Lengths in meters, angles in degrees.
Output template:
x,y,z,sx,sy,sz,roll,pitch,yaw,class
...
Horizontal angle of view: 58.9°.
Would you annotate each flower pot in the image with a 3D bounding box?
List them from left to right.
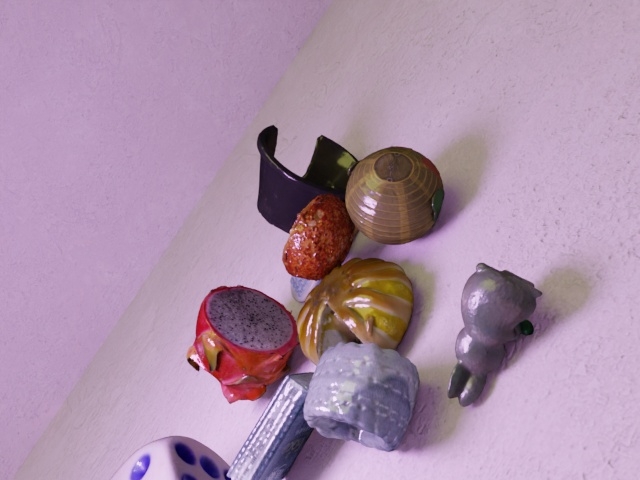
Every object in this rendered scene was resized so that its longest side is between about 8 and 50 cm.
x,y,z,sx,sy,sz,roll,pitch,yaw,class
-0.059,-0.167,1.827,0.379,0.379,0.251,-96,30,-54,flower pot

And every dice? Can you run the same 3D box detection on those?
x,y,z,sx,sy,sz,roll,pitch,yaw,class
-0.339,0.659,1.280,0.304,0.277,0.304,-49,25,0,dice

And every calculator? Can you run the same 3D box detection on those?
x,y,z,sx,sy,sz,roll,pitch,yaw,class
-0.018,0.044,1.697,0.303,0.042,0.188,-64,26,14,calculator

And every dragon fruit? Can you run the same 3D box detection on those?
x,y,z,sx,sy,sz,roll,pitch,yaw,class
-0.219,0.293,1.546,0.305,0.305,0.226,-101,31,-57,dragon fruit

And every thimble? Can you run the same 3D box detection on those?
x,y,z,sx,sy,sz,roll,pitch,yaw,class
0.079,0.302,1.112,0.250,0.204,0.172,116,176,-63,thimble

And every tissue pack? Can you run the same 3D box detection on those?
x,y,z,sx,sy,sz,roll,pitch,yaw,class
-0.078,0.413,1.247,0.081,0.185,0.257,32,94,24,tissue pack

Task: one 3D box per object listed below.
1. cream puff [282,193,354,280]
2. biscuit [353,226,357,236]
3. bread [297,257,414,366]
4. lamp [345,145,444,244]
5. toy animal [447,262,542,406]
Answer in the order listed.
x,y,z,sx,sy,sz,roll,pitch,yaw,class
0.000,0.001,1.488,0.240,0.163,0.240,-63,0,1,cream puff
0.081,-0.038,1.701,0.188,0.052,0.056,-60,14,-10,biscuit
0.070,0.164,1.350,0.333,0.160,0.333,-40,28,26,bread
0.188,-0.093,1.423,0.250,0.284,0.250,-4,54,5,lamp
0.294,0.172,1.026,0.127,0.125,0.251,34,106,38,toy animal
